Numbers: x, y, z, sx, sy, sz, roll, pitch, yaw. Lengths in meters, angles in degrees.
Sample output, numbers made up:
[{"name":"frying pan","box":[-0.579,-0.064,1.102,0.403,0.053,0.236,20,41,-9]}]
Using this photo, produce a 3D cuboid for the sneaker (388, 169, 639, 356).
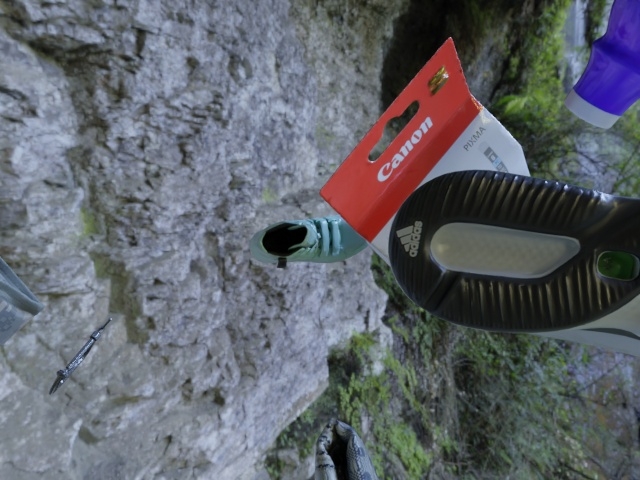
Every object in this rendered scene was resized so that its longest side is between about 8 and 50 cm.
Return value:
[{"name":"sneaker","box":[0.290,0.034,0.460,0.447,0.169,0.257,13,0,8]}]

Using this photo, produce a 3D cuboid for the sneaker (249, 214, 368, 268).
[{"name":"sneaker","box":[0.000,0.001,0.859,0.255,0.094,0.151,-9,-1,-13]}]

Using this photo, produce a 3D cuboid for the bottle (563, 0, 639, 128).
[{"name":"bottle","box":[0.382,-0.255,0.485,0.118,0.283,0.092,17,41,-12]}]

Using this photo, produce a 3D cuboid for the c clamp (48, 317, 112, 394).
[{"name":"c clamp","box":[-0.510,0.245,0.958,0.137,0.022,0.161,-42,16,44]}]

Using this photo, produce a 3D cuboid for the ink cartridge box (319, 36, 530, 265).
[{"name":"ink cartridge box","box":[0.208,-0.086,0.784,0.091,0.308,0.385,41,0,40]}]

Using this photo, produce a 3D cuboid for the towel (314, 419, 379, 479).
[{"name":"towel","box":[0.058,0.340,0.293,0.056,0.312,0.324,-15,37,2]}]

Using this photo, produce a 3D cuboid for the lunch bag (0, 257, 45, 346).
[{"name":"lunch bag","box":[-0.462,0.044,0.429,0.287,0.235,0.169,33,-19,26]}]
